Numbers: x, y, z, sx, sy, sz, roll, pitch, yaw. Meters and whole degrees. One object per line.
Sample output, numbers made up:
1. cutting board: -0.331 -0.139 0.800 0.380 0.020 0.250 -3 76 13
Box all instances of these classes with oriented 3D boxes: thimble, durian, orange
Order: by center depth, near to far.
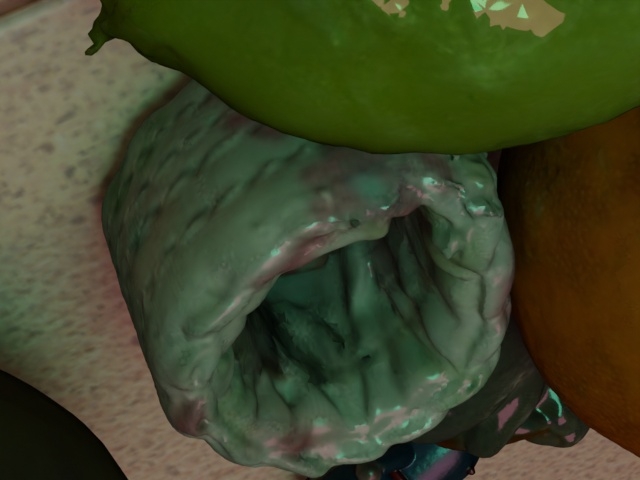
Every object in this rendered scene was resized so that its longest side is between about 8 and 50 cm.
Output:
1. durian: 0.071 -0.153 0.527 0.339 0.204 0.256 -33 126 23
2. thimble: 0.000 0.000 0.674 0.185 0.149 0.211 14 125 -34
3. orange: 0.228 -0.010 0.683 0.284 0.226 0.284 -1 107 -2

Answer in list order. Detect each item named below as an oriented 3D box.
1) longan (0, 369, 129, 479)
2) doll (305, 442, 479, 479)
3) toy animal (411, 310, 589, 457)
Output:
1. longan: -0.242 0.212 0.639 0.361 0.361 0.361 -14 139 -13
2. doll: 0.047 0.164 0.926 0.152 0.085 0.114 -44 149 6
3. toy animal: 0.120 0.076 0.845 0.236 0.108 0.138 11 128 -36
